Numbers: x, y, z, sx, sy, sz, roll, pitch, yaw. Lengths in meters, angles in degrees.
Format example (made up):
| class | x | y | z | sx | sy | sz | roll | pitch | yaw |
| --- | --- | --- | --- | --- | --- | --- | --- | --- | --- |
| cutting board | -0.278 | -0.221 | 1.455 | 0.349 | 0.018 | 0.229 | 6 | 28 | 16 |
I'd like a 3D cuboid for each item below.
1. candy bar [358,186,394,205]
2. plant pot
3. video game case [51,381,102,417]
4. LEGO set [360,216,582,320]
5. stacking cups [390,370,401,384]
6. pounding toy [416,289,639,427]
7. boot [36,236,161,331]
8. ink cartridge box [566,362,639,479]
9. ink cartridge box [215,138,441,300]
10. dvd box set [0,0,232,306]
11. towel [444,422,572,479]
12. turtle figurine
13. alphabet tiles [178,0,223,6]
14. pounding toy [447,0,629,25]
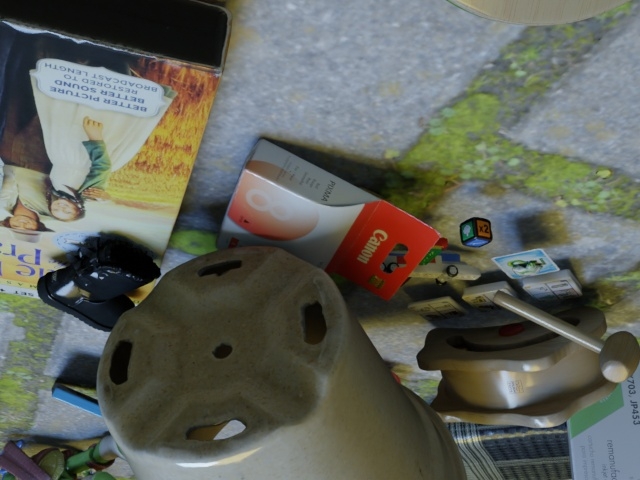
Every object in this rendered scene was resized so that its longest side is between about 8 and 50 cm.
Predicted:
| class | x | y | z | sx | sy | sz | roll | pitch | yaw |
| --- | --- | --- | --- | --- | --- | --- | --- | --- | --- |
| candy bar | 0.007 | -0.008 | 0.843 | 0.040 | 0.018 | 0.161 | 24 | 144 | -26 |
| plant pot | -0.046 | 0.181 | 0.812 | 0.333 | 0.334 | 0.306 | -6 | 136 | 15 |
| video game case | -0.317 | 0.230 | 1.192 | 0.119 | 0.015 | 0.166 | 26 | 166 | -13 |
| LEGO set | 0.151 | 0.023 | 0.874 | 0.182 | 0.060 | 0.244 | -13 | 158 | 25 |
| stacking cups | -0.046 | 0.179 | 1.084 | 0.316 | 0.096 | 0.096 | 16 | 147 | -19 |
| pounding toy | 0.228 | 0.103 | 0.937 | 0.269 | 0.155 | 0.154 | -7 | -166 | 40 |
| boot | -0.191 | 0.042 | 0.799 | 0.099 | 0.045 | 0.121 | -24 | 146 | 27 |
| ink cartridge box | 0.488 | 0.250 | 1.049 | 0.353 | 0.207 | 0.119 | -5 | 146 | 14 |
| ink cartridge box | 0.000 | 0.000 | 0.781 | 0.179 | 0.045 | 0.145 | 29 | 147 | 0 |
| dvd box set | -0.266 | -0.067 | 0.713 | 0.307 | 0.062 | 0.420 | 11 | 150 | -14 |
| towel | 0.327 | 0.321 | 1.327 | 0.312 | 0.056 | 0.324 | -9 | 151 | 16 |
| turtle figurine | -0.410 | 0.444 | 1.475 | 0.266 | 0.275 | 0.197 | -24 | 175 | 31 |
| alphabet tiles | -0.132 | -0.211 | 0.524 | 0.237 | 0.009 | 0.198 | -9 | 147 | 19 |
| pounding toy | 0.118 | -0.228 | 0.410 | 0.183 | 0.110 | 0.237 | 34 | 109 | -25 |
